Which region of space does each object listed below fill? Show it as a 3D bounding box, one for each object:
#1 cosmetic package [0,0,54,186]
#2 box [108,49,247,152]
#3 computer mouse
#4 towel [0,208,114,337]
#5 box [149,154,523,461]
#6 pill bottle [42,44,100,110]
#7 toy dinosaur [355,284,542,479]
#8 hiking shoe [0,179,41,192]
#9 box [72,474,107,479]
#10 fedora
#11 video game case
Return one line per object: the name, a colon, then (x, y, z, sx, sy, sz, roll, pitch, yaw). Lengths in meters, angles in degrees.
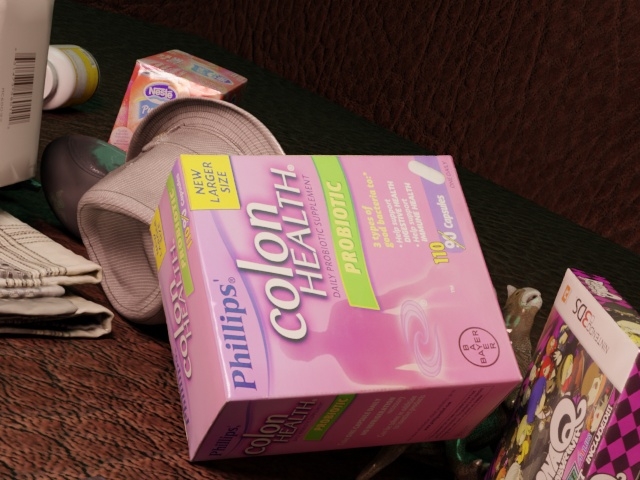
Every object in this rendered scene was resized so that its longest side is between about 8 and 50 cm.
cosmetic package: (-0.460, -0.172, 1.246, 0.366, 0.197, 0.155, 8, 10, 7)
box: (-0.220, -0.203, 2.050, 0.142, 0.154, 0.300, 21, 11, 0)
computer mouse: (-0.193, -0.029, 1.400, 0.272, 0.188, 0.072, 20, 45, 11)
towel: (-0.378, -0.004, 1.151, 0.324, 0.056, 0.312, 31, 16, 36)
box: (0.006, 0.048, 1.039, 0.243, 0.117, 0.213, -1, 59, -21)
pill bottle: (-0.429, -0.261, 2.072, 0.103, 0.103, 0.184, 22, 12, 6)
toy dinosaur: (0.119, 0.161, 1.175, 0.160, 0.121, 0.313, 25, 42, 38)
hiking shoe: (-0.405, -0.113, 1.556, 0.114, 0.086, 0.227, 23, 18, -34)
box: (-0.151, 0.186, 0.761, 0.116, 0.029, 0.162, 28, 15, 30)
fedora: (-0.139, -0.004, 1.220, 0.124, 0.243, 0.275, -24, 15, -35)
video game case: (0.183, 0.156, 0.968, 0.042, 0.232, 0.210, 18, 13, -6)
